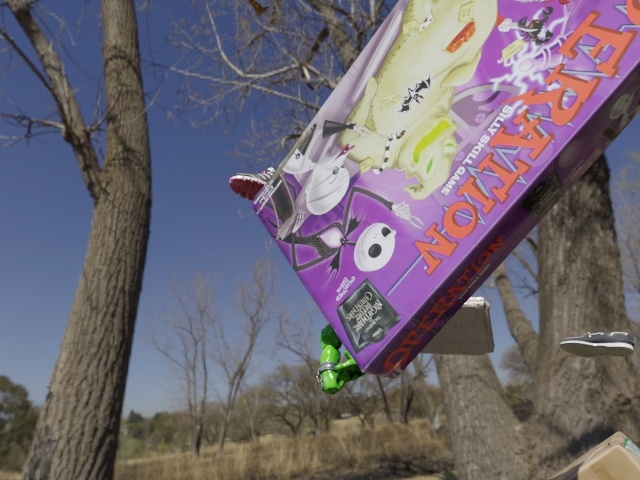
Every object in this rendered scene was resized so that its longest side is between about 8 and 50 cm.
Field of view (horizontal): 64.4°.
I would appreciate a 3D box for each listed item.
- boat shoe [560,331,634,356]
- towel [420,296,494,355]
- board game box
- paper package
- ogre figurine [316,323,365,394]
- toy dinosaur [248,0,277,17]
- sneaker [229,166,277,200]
[{"bbox_3d":[0.521,0.192,0.961,0.125,0.038,0.046,-13,-52,44],"label":"boat shoe"},{"bbox_3d":[0.382,0.262,1.564,0.282,0.187,0.049,-3,20,27],"label":"towel"},{"bbox_3d":[0.097,-0.098,0.367,0.056,0.208,0.347,22,-69,-48],"label":"board game box"},{"bbox_3d":[0.781,0.728,1.316,0.309,0.325,0.168,-47,-27,18],"label":"paper package"},{"bbox_3d":[0.061,0.145,0.817,0.096,0.118,0.197,16,-69,-26],"label":"ogre figurine"},{"bbox_3d":[-0.120,-0.431,0.835,0.064,0.212,0.112,-29,-68,31],"label":"toy dinosaur"},{"bbox_3d":[-0.135,-0.139,1.217,0.170,0.075,0.063,3,-45,-19],"label":"sneaker"}]
